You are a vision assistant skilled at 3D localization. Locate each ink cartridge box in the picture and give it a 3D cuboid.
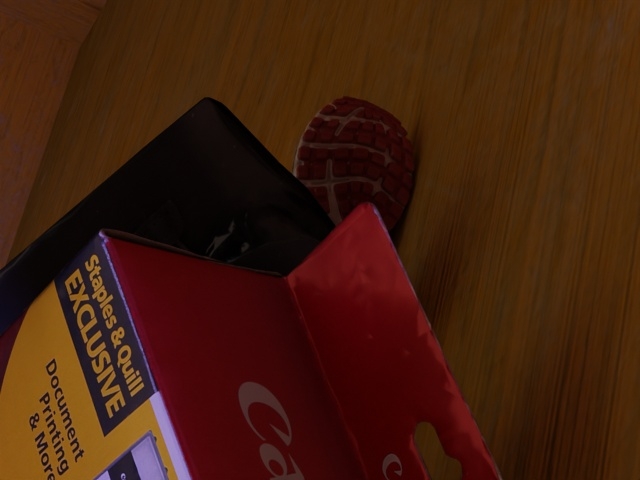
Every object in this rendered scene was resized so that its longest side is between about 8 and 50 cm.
[{"bbox_3d":[-0.051,0.161,0.879,0.272,0.130,0.309,-44,52,28],"label":"ink cartridge box"}]

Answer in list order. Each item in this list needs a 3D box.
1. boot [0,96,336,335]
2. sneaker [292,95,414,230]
[{"bbox_3d":[-0.122,0.176,1.206,0.445,0.367,0.146,-42,22,-8],"label":"boot"},{"bbox_3d":[0.000,0.000,1.347,0.093,0.088,0.225,141,148,-65],"label":"sneaker"}]
